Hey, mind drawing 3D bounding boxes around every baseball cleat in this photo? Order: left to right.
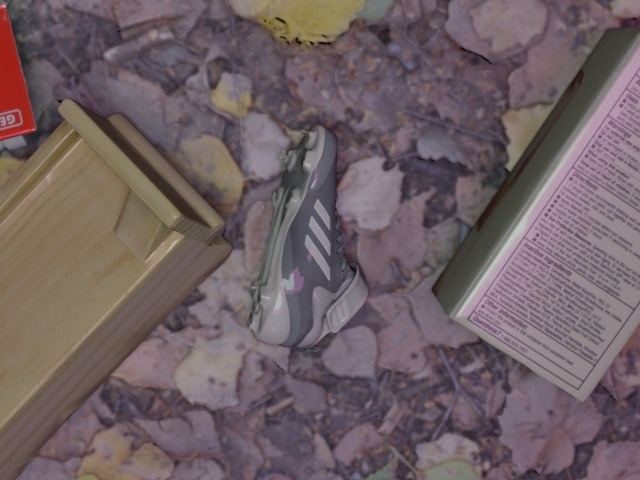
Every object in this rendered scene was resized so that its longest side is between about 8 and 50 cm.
[{"bbox_3d":[0.000,0.000,1.182,0.109,0.072,0.205,13,104,-21],"label":"baseball cleat"}]

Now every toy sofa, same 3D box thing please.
[{"bbox_3d":[-0.258,0.062,1.141,0.362,0.177,0.150,-46,76,5],"label":"toy sofa"}]

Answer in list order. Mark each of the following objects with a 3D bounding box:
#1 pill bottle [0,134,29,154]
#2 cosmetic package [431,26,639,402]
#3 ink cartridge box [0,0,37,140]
[{"bbox_3d":[-0.319,-0.091,1.132,0.120,0.067,0.067,-15,101,-2],"label":"pill bottle"},{"bbox_3d":[0.245,-0.027,1.157,0.153,0.129,0.296,34,97,-8],"label":"cosmetic package"},{"bbox_3d":[-0.397,-0.176,1.081,0.275,0.060,0.238,-15,81,-2],"label":"ink cartridge box"}]
